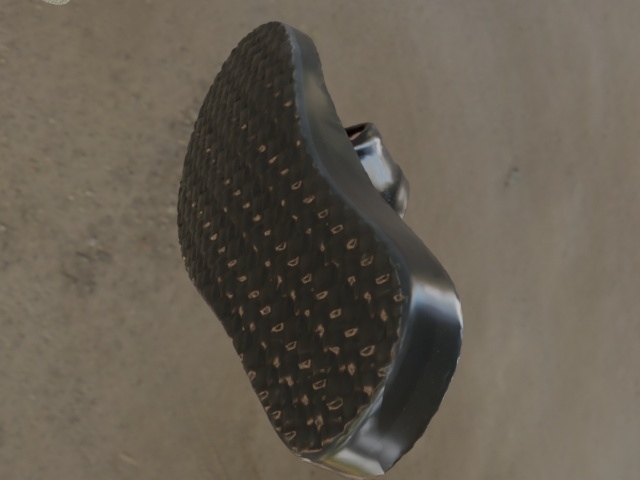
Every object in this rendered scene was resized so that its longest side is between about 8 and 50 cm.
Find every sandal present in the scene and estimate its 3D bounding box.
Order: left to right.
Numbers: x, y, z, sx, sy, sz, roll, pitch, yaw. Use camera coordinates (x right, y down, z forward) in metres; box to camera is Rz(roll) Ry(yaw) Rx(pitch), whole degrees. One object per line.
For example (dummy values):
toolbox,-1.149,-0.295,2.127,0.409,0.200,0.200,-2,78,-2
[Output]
sandal,-0.001,0.003,0.957,0.107,0.446,0.168,25,113,-28

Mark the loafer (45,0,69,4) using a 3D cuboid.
loafer,-0.174,-0.172,0.759,0.125,0.045,0.039,34,66,-25
